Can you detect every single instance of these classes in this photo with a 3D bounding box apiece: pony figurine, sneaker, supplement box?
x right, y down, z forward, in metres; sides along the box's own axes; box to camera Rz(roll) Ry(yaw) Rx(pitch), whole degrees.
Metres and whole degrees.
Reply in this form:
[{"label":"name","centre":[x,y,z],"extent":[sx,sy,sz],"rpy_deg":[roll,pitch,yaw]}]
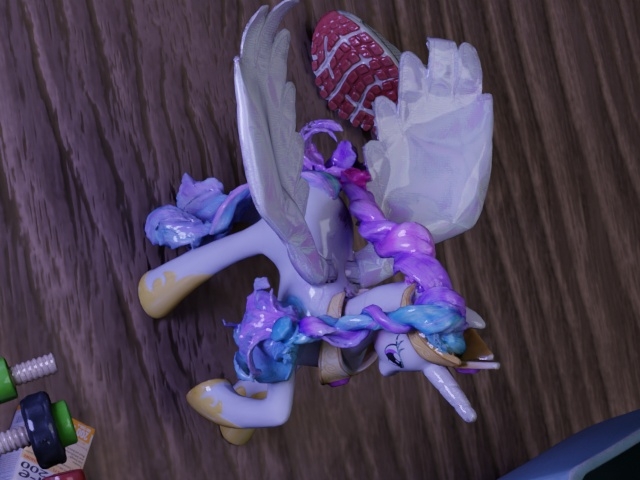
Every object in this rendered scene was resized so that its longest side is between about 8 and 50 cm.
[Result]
[{"label":"pony figurine","centre":[0.000,0.000,1.610],"extent":[0.302,0.363,0.351],"rpy_deg":[1,78,-42]},{"label":"sneaker","centre":[0.073,-0.150,1.930],"extent":[0.225,0.088,0.093],"rpy_deg":[47,31,-23]},{"label":"supplement box","centre":[-0.233,0.190,1.568],"extent":[0.062,0.036,0.098],"rpy_deg":[33,59,-32]}]

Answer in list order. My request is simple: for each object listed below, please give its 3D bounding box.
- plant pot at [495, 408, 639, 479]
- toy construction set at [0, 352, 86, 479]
[{"label":"plant pot","centre":[0.254,0.312,1.837],"extent":[0.248,0.252,0.247],"rpy_deg":[-22,94,-44]},{"label":"toy construction set","centre":[-0.263,0.295,1.431],"extent":[0.237,0.257,0.309],"rpy_deg":[-18,117,-7]}]
